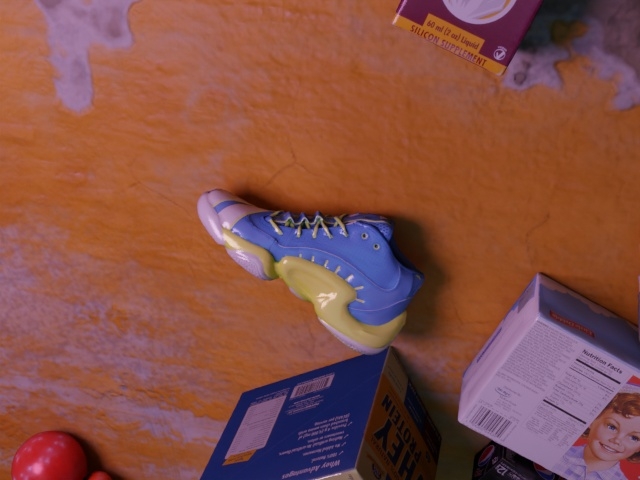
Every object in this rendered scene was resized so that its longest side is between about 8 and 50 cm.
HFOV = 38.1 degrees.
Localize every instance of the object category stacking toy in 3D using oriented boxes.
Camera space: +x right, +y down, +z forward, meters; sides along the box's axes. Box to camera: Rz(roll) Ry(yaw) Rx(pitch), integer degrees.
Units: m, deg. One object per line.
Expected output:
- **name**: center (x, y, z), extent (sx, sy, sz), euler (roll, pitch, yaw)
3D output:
- **stacking toy**: center (-0.252, 0.370, 1.144), extent (0.141, 0.141, 0.330), euler (-36, 100, 27)

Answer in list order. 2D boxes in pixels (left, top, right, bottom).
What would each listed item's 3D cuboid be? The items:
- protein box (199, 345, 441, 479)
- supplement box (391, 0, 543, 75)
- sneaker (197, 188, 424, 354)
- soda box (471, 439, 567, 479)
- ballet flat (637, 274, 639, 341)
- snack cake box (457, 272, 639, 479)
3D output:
- **protein box**: center (0.000, 0.243, 0.966), extent (0.200, 0.201, 0.136), euler (-21, 111, 23)
- **supplement box**: center (0.146, -0.244, 0.742), extent (0.104, 0.081, 0.188), euler (26, 120, 0)
- **sneaker**: center (0.000, 0.000, 0.919), extent (0.240, 0.091, 0.126), euler (38, 101, -7)
- **soda box**: center (0.248, 0.282, 1.009), extent (0.169, 0.053, 0.060), euler (35, 121, -5)
- **ballet flat**: center (0.332, -0.003, 0.841), extent (0.068, 0.072, 0.213), euler (39, 123, 24)
- **snack cake box**: center (0.289, 0.166, 0.918), extent (0.264, 0.089, 0.152), euler (29, 119, -2)
